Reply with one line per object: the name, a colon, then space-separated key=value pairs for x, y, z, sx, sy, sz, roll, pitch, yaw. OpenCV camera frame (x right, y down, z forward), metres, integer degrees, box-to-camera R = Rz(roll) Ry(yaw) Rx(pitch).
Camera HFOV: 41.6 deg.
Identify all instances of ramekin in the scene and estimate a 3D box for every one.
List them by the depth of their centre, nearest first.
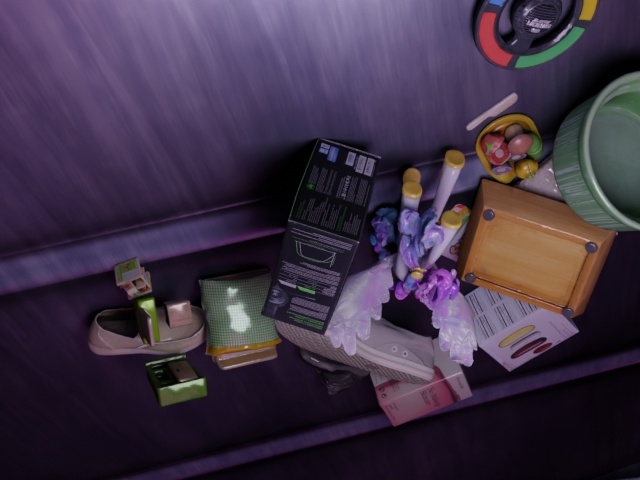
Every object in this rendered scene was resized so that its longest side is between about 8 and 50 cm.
ramekin: x=0.597 y=-0.158 z=1.614 sx=0.303 sy=0.303 sz=0.148 roll=-4 pitch=176 yaw=-16

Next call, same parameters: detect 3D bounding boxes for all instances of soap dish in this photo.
soap dish: x=0.441 y=0.023 z=1.756 sx=0.291 sy=0.118 sz=0.229 roll=19 pitch=121 yaw=12

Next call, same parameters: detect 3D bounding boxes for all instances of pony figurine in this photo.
pony figurine: x=0.187 y=0.047 z=1.678 sx=0.303 sy=0.351 sz=0.363 roll=12 pitch=134 yaw=0

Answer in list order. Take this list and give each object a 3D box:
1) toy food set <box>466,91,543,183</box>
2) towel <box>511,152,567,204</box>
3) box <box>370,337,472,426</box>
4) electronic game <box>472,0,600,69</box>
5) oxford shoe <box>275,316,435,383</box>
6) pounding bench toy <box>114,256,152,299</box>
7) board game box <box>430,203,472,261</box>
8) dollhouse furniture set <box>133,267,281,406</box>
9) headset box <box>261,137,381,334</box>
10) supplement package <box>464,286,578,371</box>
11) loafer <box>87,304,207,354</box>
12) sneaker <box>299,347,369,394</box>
toy food set: x=0.382 y=-0.179 z=1.681 sx=0.128 sy=0.071 sz=0.218 roll=-30 pitch=139 yaw=13
towel: x=0.498 y=-0.075 z=1.781 sx=0.187 sy=0.049 sz=0.282 roll=47 pitch=123 yaw=-3
box: x=0.263 y=0.372 z=2.226 sx=0.232 sy=0.127 sz=0.148 roll=-23 pitch=140 yaw=6
electronic game: x=0.372 y=-0.390 z=1.453 sx=0.229 sy=0.048 sz=0.229 roll=-11 pitch=140 yaw=-9
oxford shoe: x=0.085 y=0.223 z=2.000 sx=0.449 sy=0.130 sz=0.169 roll=22 pitch=160 yaw=-23
pounding bench toy: x=-0.373 y=0.090 z=1.694 sx=0.052 sy=0.083 sz=0.065 roll=-21 pitch=140 yaw=3
board game box: x=0.353 y=0.004 z=1.913 sx=0.259 sy=0.039 sz=0.124 roll=24 pitch=123 yaw=-36
dollhouse furniture set: x=-0.210 y=0.189 z=1.728 sx=0.301 sy=0.151 sz=0.197 roll=-11 pitch=105 yaw=-21
headset box: x=0.000 y=0.000 z=1.589 sx=0.131 sy=0.246 sz=0.283 roll=18 pitch=135 yaw=0
supplement package: x=0.488 y=0.187 z=2.082 sx=0.203 sy=0.149 sz=0.194 roll=-34 pitch=138 yaw=17
loafer: x=-0.363 y=0.187 z=1.796 sx=0.268 sy=0.102 sz=0.092 roll=-8 pitch=145 yaw=-12
sneaker: x=0.018 y=0.325 z=2.110 sx=0.227 sy=0.087 sz=0.130 roll=18 pitch=122 yaw=-43
